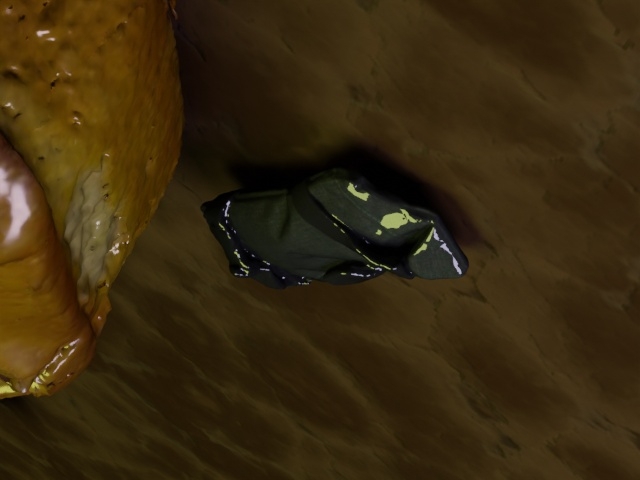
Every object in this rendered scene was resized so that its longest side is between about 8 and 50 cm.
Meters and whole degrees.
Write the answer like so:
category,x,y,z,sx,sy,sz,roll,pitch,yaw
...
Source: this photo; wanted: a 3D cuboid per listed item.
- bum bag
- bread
category,x,y,z,sx,sy,sz,roll,pitch,yaw
bum bag,0.000,0.000,0.989,0.087,0.049,0.197,40,157,-23
bread,-0.250,-0.085,0.969,0.398,0.215,0.398,30,158,13
